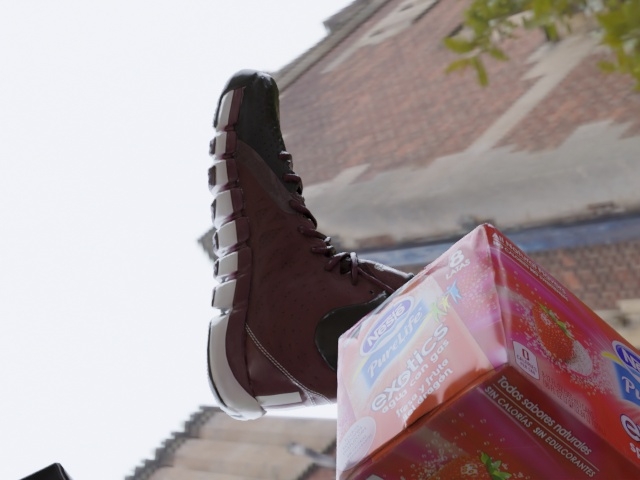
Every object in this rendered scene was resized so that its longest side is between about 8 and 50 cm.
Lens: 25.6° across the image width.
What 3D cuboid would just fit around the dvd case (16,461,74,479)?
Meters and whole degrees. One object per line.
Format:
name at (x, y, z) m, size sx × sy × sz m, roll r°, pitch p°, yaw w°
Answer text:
dvd case at (-0.200, 0.218, 0.839) m, size 0.179 × 0.239 × 0.030 m, roll -25°, pitch -118°, yaw -6°

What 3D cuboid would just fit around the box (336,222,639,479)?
box at (0.137, 0.128, 0.771) m, size 0.257 × 0.122 × 0.128 m, roll 39°, pitch -154°, yaw -22°

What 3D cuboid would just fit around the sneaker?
sneaker at (0.000, 0.000, 1.112) m, size 0.106 × 0.162 × 0.281 m, roll 31°, pitch -122°, yaw -74°
